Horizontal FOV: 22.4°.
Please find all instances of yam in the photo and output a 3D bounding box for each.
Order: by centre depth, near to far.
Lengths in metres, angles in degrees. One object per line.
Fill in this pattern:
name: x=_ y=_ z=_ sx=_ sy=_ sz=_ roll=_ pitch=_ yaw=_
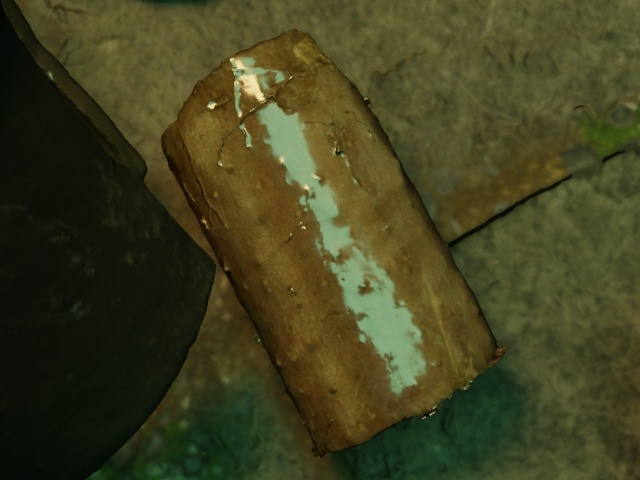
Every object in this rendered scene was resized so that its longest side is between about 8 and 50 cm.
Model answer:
yam: x=0.001 y=0.000 z=0.987 sx=0.129 sy=0.128 sz=0.238 roll=-30 pitch=90 yaw=-43

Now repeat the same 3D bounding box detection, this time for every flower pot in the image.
flower pot: x=-0.226 y=0.003 z=0.874 sx=0.251 sy=0.379 sz=0.379 roll=36 pitch=77 yaw=-39
